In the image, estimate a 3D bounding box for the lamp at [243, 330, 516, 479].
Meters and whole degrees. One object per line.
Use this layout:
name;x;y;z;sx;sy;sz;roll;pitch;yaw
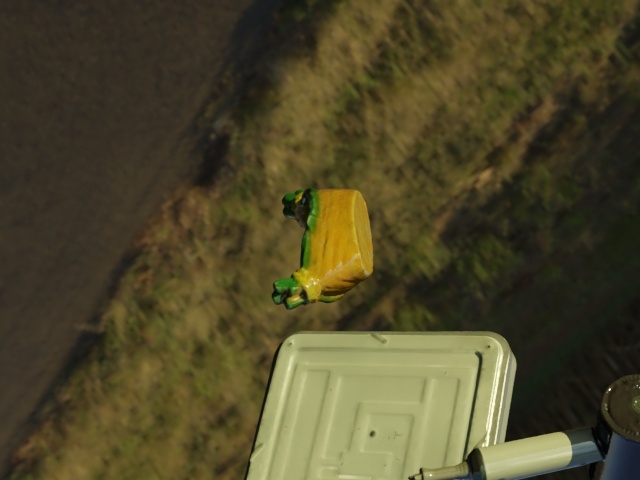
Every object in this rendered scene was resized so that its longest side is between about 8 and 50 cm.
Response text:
lamp;0.052;0.215;1.353;0.266;0.269;0.047;-2;148;26

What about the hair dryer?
hair dryer;0.158;0.157;0.971;0.197;0.057;0.100;-8;141;-6

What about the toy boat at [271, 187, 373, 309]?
toy boat;0.000;0.000;1.258;0.088;0.089;0.229;-14;-158;9
